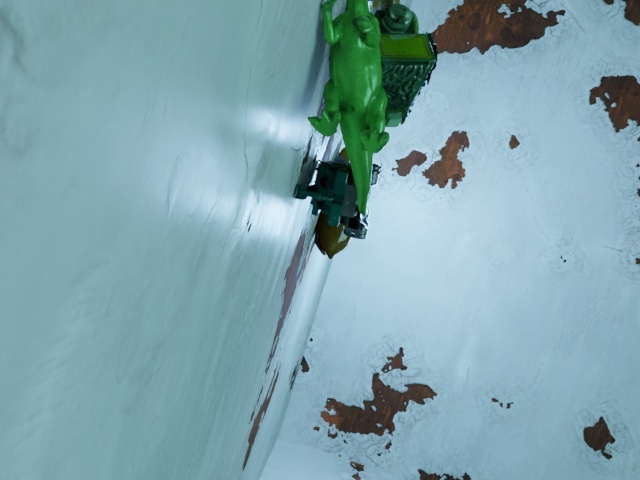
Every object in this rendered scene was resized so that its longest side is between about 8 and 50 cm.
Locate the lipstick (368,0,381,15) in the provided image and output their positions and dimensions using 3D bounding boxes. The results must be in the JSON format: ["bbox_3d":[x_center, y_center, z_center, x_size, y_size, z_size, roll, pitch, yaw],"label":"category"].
[{"bbox_3d":[0.114,-0.547,1.468,0.264,0.059,0.059,-37,144,-82],"label":"lipstick"}]

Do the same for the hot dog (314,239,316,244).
[{"bbox_3d":[0.000,0.000,2.280,0.083,0.035,0.058,41,70,-85],"label":"hot dog"}]

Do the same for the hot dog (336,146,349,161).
[{"bbox_3d":[0.071,-0.240,2.070,0.286,0.061,0.088,-61,165,-61],"label":"hot dog"}]

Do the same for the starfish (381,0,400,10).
[{"bbox_3d":[0.189,-0.514,1.632,0.301,0.084,0.294,-149,-118,-77],"label":"starfish"}]

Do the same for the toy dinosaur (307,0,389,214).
[{"bbox_3d":[0.067,-0.306,1.258,0.500,0.143,0.375,79,14,-69],"label":"toy dinosaur"}]

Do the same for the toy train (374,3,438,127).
[{"bbox_3d":[0.135,-0.377,1.370,0.272,0.158,0.188,118,-36,-60],"label":"toy train"}]

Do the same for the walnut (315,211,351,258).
[{"bbox_3d":[0.051,-0.053,2.175,0.137,0.137,0.246,95,10,-69],"label":"walnut"}]

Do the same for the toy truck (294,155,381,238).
[{"bbox_3d":[0.052,-0.124,1.564,0.363,0.177,0.177,-53,155,-77],"label":"toy truck"}]
